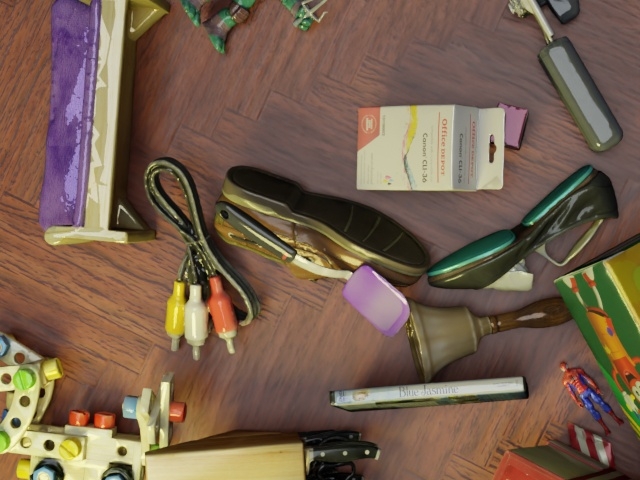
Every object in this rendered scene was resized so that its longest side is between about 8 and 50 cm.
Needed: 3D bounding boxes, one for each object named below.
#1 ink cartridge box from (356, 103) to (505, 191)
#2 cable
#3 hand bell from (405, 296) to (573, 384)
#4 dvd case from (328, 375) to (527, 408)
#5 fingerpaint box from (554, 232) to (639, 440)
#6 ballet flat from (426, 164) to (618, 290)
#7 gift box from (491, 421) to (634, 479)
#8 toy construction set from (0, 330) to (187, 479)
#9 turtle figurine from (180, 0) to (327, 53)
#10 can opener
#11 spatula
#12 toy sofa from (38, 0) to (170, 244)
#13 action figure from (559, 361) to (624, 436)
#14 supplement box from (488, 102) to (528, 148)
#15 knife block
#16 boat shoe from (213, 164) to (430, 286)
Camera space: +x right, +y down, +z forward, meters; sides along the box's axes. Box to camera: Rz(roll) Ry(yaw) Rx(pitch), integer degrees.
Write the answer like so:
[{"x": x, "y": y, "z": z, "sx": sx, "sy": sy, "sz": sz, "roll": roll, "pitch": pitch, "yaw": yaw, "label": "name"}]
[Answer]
[{"x": 0.146, "y": -0.123, "z": 1.834, "sx": 0.198, "sy": 0.067, "sz": 0.115, "roll": 1, "pitch": 91, "yaw": 38, "label": "ink cartridge box"}, {"x": -0.168, "y": 0.027, "z": 1.890, "sx": 0.139, "sy": 0.072, "sz": 0.287, "roll": -1, "pitch": 114, "yaw": 23, "label": "cable"}, {"x": 0.243, "y": 0.113, "z": 1.863, "sx": 0.242, "sy": 0.126, "sz": 0.126, "roll": -12, "pitch": 90, "yaw": -2, "label": "hand bell"}, {"x": 0.149, "y": 0.206, "z": 1.829, "sx": 0.253, "sy": 0.180, "sz": 0.022, "roll": -6, "pitch": 80, "yaw": 9, "label": "dvd case"}, {"x": 0.576, "y": 0.102, "z": 1.692, "sx": 0.445, "sy": 0.163, "sz": 0.371, "roll": -28, "pitch": 87, "yaw": -17, "label": "fingerpaint box"}, {"x": 0.281, "y": 0.009, "z": 1.851, "sx": 0.280, "sy": 0.095, "sz": 0.096, "roll": -33, "pitch": 98, "yaw": 8, "label": "ballet flat"}, {"x": 0.317, "y": 0.390, "z": 1.776, "sx": 0.276, "sy": 0.258, "sz": 0.255, "roll": 32, "pitch": 98, "yaw": 26, "label": "gift box"}, {"x": -0.333, "y": 0.250, "z": 1.930, "sx": 0.328, "sy": 0.151, "sz": 0.215, "roll": 6, "pitch": 92, "yaw": 19, "label": "toy construction set"}, {"x": -0.071, "y": -0.362, "z": 1.885, "sx": 0.234, "sy": 0.118, "sz": 0.175, "roll": -33, "pitch": 127, "yaw": 10, "label": "turtle figurine"}, {"x": 0.334, "y": -0.252, "z": 1.842, "sx": 0.093, "sy": 0.074, "sz": 0.280, "roll": -26, "pitch": 88, "yaw": 8, "label": "can opener"}, {"x": -0.012, "y": 0.029, "z": 1.824, "sx": 0.296, "sy": 0.030, "sz": 0.084, "roll": 30, "pitch": 137, "yaw": -5, "label": "spatula"}, {"x": -0.319, "y": -0.173, "z": 1.906, "sx": 0.177, "sy": 0.150, "sz": 0.362, "roll": 5, "pitch": 92, "yaw": 7, "label": "toy sofa"}, {"x": 0.365, "y": 0.212, "z": 1.873, "sx": 0.038, "sy": 0.030, "sz": 0.115, "roll": -41, "pitch": 83, "yaw": 13, "label": "action figure"}, {"x": 0.254, "y": -0.153, "z": 1.852, "sx": 0.043, "sy": 0.083, "sz": 0.055, "roll": 15, "pitch": 93, "yaw": 8, "label": "supplement box"}, {"x": -0.065, "y": 0.311, "z": 1.840, "sx": 0.242, "sy": 0.276, "sz": 0.088, "roll": -3, "pitch": 91, "yaw": 38, "label": "knife block"}, {"x": 0.000, "y": 0.000, "z": 1.893, "sx": 0.307, "sy": 0.111, "sz": 0.104, "roll": 25, "pitch": 119, "yaw": 11, "label": "boat shoe"}]
